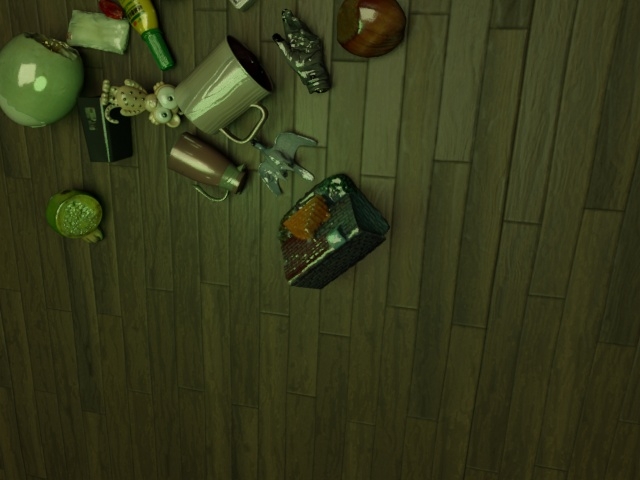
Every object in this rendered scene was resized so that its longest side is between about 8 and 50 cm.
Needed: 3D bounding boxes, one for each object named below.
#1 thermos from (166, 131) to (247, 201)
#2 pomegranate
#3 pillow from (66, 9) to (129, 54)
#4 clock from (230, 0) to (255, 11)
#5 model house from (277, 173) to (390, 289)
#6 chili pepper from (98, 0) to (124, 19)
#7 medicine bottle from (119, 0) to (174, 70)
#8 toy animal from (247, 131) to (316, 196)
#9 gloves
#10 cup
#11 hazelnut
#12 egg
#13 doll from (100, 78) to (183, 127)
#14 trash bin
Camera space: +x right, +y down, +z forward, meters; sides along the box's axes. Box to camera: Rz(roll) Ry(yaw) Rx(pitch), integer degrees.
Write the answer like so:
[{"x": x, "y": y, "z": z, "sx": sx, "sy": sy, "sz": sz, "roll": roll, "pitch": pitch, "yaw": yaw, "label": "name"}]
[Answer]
[{"x": -0.397, "y": -0.248, "z": 1.867, "sx": 0.265, "sy": 0.146, "sz": 0.176, "roll": 29, "pitch": 104, "yaw": -3, "label": "thermos"}, {"x": -0.941, "y": -0.104, "z": 2.039, "sx": 0.159, "sy": 0.241, "sz": 0.189, "roll": 24, "pitch": 89, "yaw": 42, "label": "pomegranate"}, {"x": -0.784, "y": -0.737, "z": 1.857, "sx": 0.230, "sy": 0.051, "sz": 0.128, "roll": 11, "pitch": 97, "yaw": 8, "label": "pillow"}, {"x": -0.268, "y": -0.864, "z": 1.691, "sx": 0.150, "sy": 0.063, "sz": 0.197, "roll": -35, "pitch": 96, "yaw": 19, "label": "clock"}, {"x": 0.000, "y": 0.000, "z": 1.744, "sx": 0.360, "sy": 0.339, "sz": 0.297, "roll": -38, "pitch": 97, "yaw": 21, "label": "model house"}, {"x": -0.718, "y": -0.791, "z": 1.802, "sx": 0.191, "sy": 0.059, "sz": 0.050, "roll": 42, "pitch": 142, "yaw": 33, "label": "chili pepper"}, {"x": -0.591, "y": -0.733, "z": 1.800, "sx": 0.111, "sy": 0.076, "sz": 0.308, "roll": -19, "pitch": 103, "yaw": 35, "label": "medicine bottle"}, {"x": -0.136, "y": -0.285, "z": 1.829, "sx": 0.256, "sy": 0.176, "sz": 0.239, "roll": 26, "pitch": 119, "yaw": -32, "label": "toy animal"}, {"x": -0.060, "y": -0.603, "z": 1.696, "sx": 0.143, "sy": 0.119, "sz": 0.285, "roll": -20, "pitch": 115, "yaw": 7, "label": "gloves"}, {"x": -0.299, "y": -0.487, "z": 1.751, "sx": 0.273, "sy": 0.208, "sz": 0.288, "roll": -34, "pitch": 124, "yaw": 20, "label": "cup"}, {"x": 0.154, "y": -0.666, "z": 1.601, "sx": 0.210, "sy": 0.210, "sz": 0.186, "roll": -35, "pitch": 73, "yaw": 20, "label": "hazelnut"}, {"x": -0.993, "y": -0.548, "z": 1.839, "sx": 0.278, "sy": 0.278, "sz": 0.336, "roll": 37, "pitch": 109, "yaw": 1, "label": "egg"}, {"x": -0.607, "y": -0.474, "z": 1.810, "sx": 0.278, "sy": 0.119, "sz": 0.154, "roll": -2, "pitch": 102, "yaw": -25, "label": "doll"}, {"x": -0.769, "y": -0.406, "z": 1.896, "sx": 0.115, "sy": 0.165, "sz": 0.225, "roll": 4, "pitch": 110, "yaw": 11, "label": "trash bin"}]
